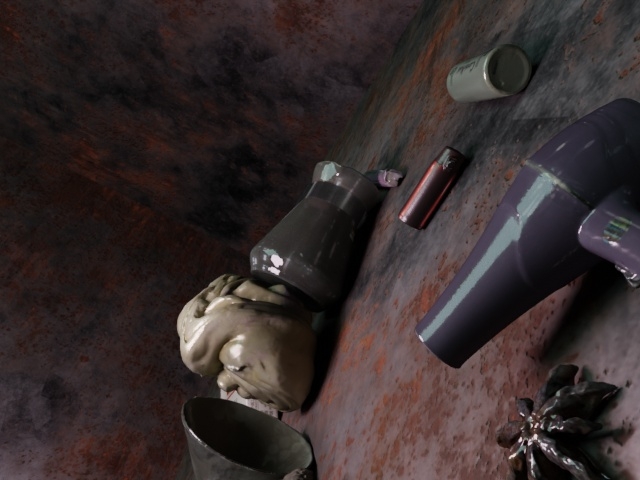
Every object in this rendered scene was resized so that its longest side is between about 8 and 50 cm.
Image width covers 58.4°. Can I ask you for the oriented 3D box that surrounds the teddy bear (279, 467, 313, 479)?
[{"bbox_3d":[-0.067,0.445,0.828,0.267,0.151,0.236,-51,16,52],"label":"teddy bear"}]

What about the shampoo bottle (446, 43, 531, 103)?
[{"bbox_3d":[0.300,-0.305,1.077,0.085,0.085,0.262,-62,9,6],"label":"shampoo bottle"}]

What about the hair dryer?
[{"bbox_3d":[0.230,0.050,0.455,0.301,0.121,0.361,-51,21,14],"label":"hair dryer"}]

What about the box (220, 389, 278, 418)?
[{"bbox_3d":[-0.199,0.385,1.559,0.210,0.095,0.330,-53,32,43],"label":"box"}]

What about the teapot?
[{"bbox_3d":[0.000,0.000,1.491,0.344,0.253,0.300,-59,-22,-19],"label":"teapot"}]

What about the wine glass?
[{"bbox_3d":[-0.206,0.537,1.072,0.267,0.267,0.406,-152,83,-80],"label":"wine glass"}]

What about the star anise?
[{"bbox_3d":[0.197,0.172,0.501,0.141,0.042,0.141,-61,9,16],"label":"star anise"}]

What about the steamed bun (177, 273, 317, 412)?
[{"bbox_3d":[-0.152,0.206,1.335,0.247,0.339,0.352,-61,11,14],"label":"steamed bun"}]

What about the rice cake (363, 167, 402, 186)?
[{"bbox_3d":[0.160,-0.166,1.528,0.270,0.055,0.049,-150,83,-78],"label":"rice cake"}]

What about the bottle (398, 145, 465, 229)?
[{"bbox_3d":[0.212,-0.100,1.080,0.164,0.060,0.060,-59,11,21],"label":"bottle"}]
